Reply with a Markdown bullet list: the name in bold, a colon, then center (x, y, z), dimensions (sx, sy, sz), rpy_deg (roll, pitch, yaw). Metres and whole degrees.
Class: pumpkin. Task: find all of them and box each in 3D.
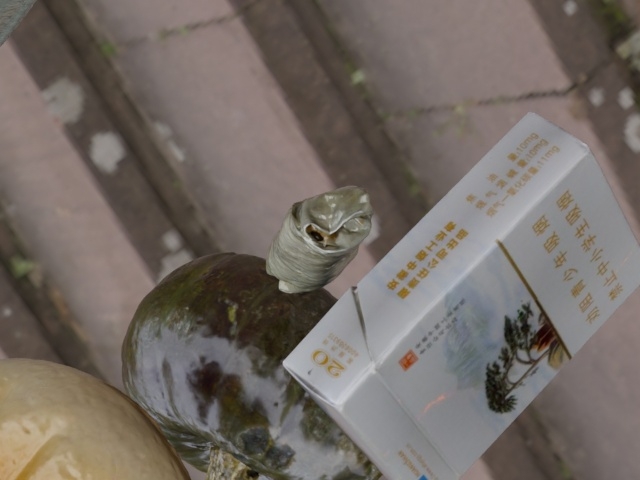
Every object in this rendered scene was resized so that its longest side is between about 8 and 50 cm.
- **pumpkin**: center (-0.088, 0.142, 1.559), dimensions (0.232, 0.242, 0.325), rpy_deg (32, 159, -28)

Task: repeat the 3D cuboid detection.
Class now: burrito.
- **burrito**: center (0.000, 0.000, 1.293), dimensions (0.059, 0.082, 0.275), rpy_deg (60, 173, 5)

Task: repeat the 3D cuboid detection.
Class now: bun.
- **bun**: center (-0.240, 0.241, 1.263), dimensions (0.299, 0.164, 0.299), rpy_deg (7, 103, 32)

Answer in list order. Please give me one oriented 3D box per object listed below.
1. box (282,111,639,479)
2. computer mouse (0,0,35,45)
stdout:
- **box**: center (0.103, 0.050, 1.059), dimensions (0.067, 0.233, 0.149), rpy_deg (36, 168, 46)
- **computer mouse**: center (-0.292, -0.198, 1.150), dimensions (0.331, 0.197, 0.095), rpy_deg (-38, 50, 53)
